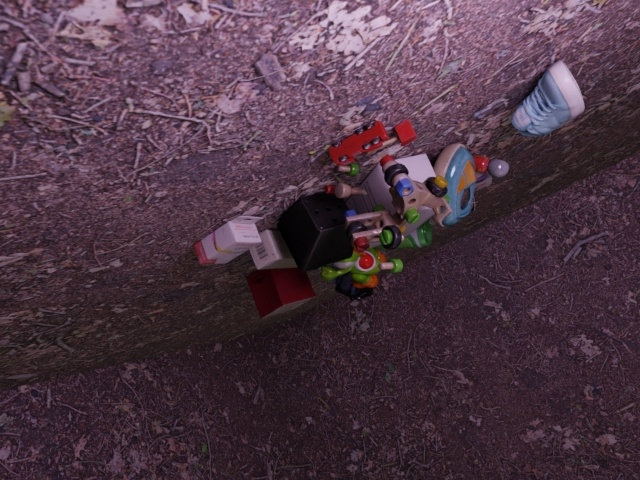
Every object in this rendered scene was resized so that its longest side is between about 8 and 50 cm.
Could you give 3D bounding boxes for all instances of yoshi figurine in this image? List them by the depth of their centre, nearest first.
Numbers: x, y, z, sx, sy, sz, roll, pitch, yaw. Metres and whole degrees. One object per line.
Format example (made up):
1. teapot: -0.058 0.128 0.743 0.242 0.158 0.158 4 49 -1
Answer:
1. yoshi figurine: 0.080 0.054 1.745 0.203 0.204 0.362 -35 147 16

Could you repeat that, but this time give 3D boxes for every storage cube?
1. storage cube: -0.168 0.198 2.078 0.215 0.193 0.183 -8 160 -44

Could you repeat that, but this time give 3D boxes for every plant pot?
1. plant pot: 0.000 -0.045 1.459 0.188 0.187 0.167 -16 152 -26

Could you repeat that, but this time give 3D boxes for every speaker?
1. speaker: 0.272 -0.025 1.883 0.296 0.131 0.131 -5 177 31

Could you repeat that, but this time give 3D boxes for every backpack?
1. backpack: 0.172 0.131 2.279 0.263 0.213 0.276 -64 163 5

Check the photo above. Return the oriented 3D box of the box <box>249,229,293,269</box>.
1. box: -0.123 0.032 1.679 0.094 0.113 0.275 -28 164 25

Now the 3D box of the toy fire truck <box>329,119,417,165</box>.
1. toy fire truck: 0.127 -0.234 1.172 0.192 0.047 0.135 -26 168 20

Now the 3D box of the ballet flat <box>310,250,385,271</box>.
1. ballet flat: 0.110 0.039 2.012 0.409 0.147 0.147 -5 159 -39

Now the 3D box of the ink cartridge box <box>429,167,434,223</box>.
1. ink cartridge box: 0.391 -0.154 1.655 0.104 0.180 0.060 -10 -155 -42

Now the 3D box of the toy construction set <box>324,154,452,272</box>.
1. toy construction set: 0.189 -0.097 1.269 0.237 0.309 0.257 0 114 -35

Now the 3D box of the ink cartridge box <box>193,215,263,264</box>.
1. ink cartridge box: -0.258 0.001 1.422 0.198 0.067 0.115 -30 164 29

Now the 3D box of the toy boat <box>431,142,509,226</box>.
1. toy boat: 0.470 -0.197 1.548 0.318 0.148 0.267 -34 132 -37

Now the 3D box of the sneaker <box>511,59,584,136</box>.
1. sneaker: 0.596 -0.348 1.305 0.150 0.135 0.366 -30 164 16

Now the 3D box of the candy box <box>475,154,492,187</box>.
1. candy box: 0.561 -0.231 1.840 0.164 0.070 0.196 -26 166 15

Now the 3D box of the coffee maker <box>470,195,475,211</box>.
1. coffee maker: 0.535 -0.139 2.057 0.178 0.120 0.171 -16 166 -23

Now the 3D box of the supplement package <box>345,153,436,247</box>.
1. supplement package: 0.225 -0.114 1.523 0.177 0.175 0.293 -14 165 -24
